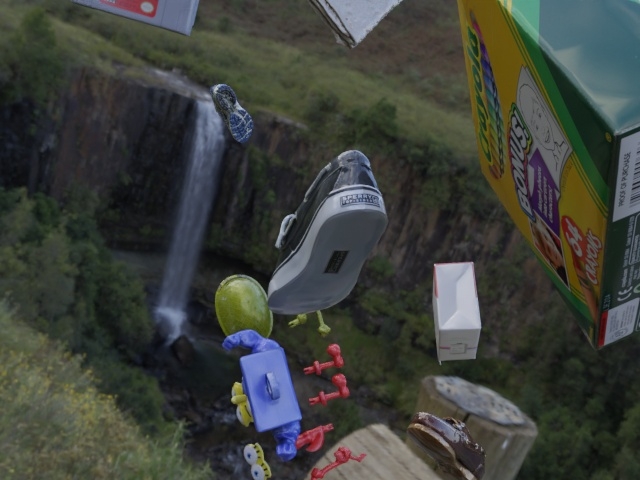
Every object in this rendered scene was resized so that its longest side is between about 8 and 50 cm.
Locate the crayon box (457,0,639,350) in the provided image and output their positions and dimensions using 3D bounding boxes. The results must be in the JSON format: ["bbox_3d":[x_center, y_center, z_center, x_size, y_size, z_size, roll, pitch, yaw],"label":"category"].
[{"bbox_3d":[0.265,-0.105,0.708,0.363,0.106,0.313,64,3,-50],"label":"crayon box"}]

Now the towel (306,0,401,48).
[{"bbox_3d":[0.080,-0.498,1.191,0.187,0.282,0.049,49,-21,-15],"label":"towel"}]

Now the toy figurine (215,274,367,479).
[{"bbox_3d":[-0.054,0.191,0.976,0.191,0.363,0.217,-13,-16,-5],"label":"toy figurine"}]

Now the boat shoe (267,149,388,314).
[{"bbox_3d":[-0.004,0.000,0.864,0.113,0.306,0.105,1,58,-15],"label":"boat shoe"}]

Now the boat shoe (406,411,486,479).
[{"bbox_3d":[0.201,0.314,1.018,0.073,0.073,0.207,7,-34,41],"label":"boat shoe"}]

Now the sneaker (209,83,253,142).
[{"bbox_3d":[-0.183,-0.262,1.330,0.058,0.052,0.135,32,-28,48],"label":"sneaker"}]

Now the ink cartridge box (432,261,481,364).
[{"bbox_3d":[0.226,0.130,1.099,0.067,0.115,0.198,-4,-27,7],"label":"ink cartridge box"}]

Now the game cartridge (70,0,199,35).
[{"bbox_3d":[-0.418,-0.605,1.497,0.294,0.196,0.060,16,8,4],"label":"game cartridge"}]
